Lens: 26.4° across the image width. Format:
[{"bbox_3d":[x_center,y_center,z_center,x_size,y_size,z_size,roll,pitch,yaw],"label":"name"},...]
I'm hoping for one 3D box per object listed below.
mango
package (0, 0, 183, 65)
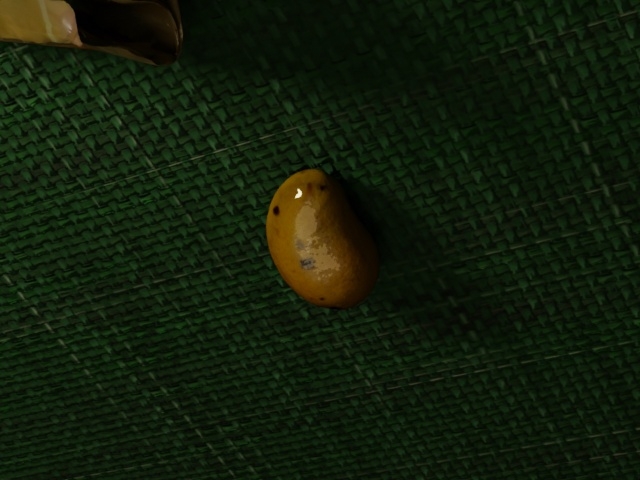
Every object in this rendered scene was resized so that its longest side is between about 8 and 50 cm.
[{"bbox_3d":[-0.002,0.002,1.558,0.115,0.090,0.178,-21,122,19],"label":"mango"},{"bbox_3d":[-0.316,-0.249,1.314,0.311,0.165,0.221,12,135,19],"label":"package"}]
